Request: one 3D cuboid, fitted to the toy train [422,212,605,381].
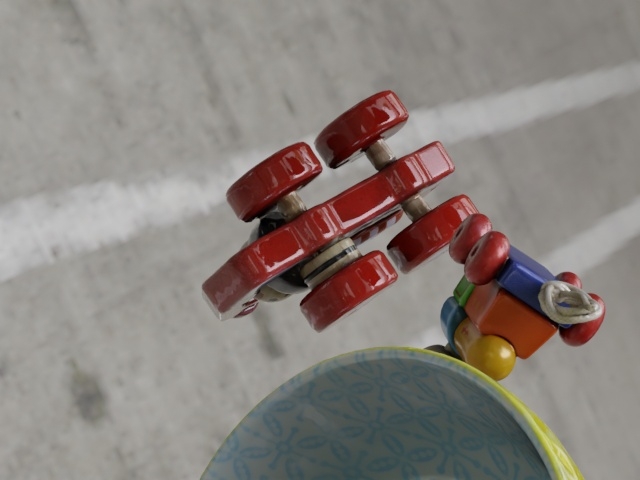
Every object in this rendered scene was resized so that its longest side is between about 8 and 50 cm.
[{"bbox_3d":[0.126,0.078,1.334,0.105,0.143,0.248,32,6,-8],"label":"toy train"}]

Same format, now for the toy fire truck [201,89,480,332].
[{"bbox_3d":[0.000,0.000,1.901,0.302,0.254,0.169,-32,83,-33],"label":"toy fire truck"}]

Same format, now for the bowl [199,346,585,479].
[{"bbox_3d":[0.063,0.220,1.067,0.156,0.289,0.289,28,40,-47],"label":"bowl"}]
